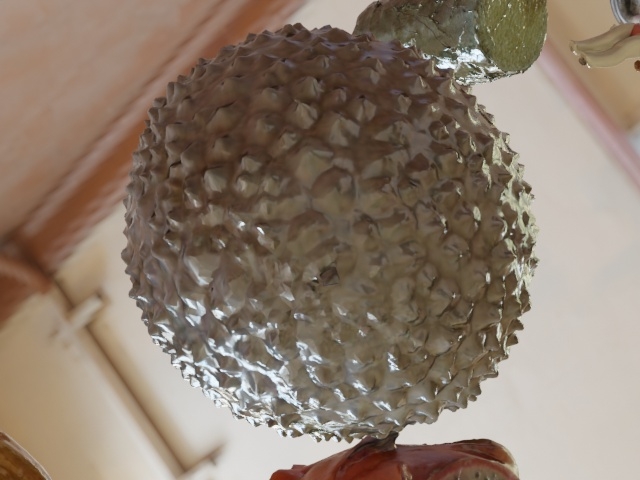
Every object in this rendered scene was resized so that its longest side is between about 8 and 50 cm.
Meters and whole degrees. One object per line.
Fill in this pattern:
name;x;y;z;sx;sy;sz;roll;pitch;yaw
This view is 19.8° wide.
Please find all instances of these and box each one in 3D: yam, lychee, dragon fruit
yam;0.116;-0.183;1.600;0.107;0.107;0.183;-28;-165;-35
lychee;-0.004;0.001;1.227;0.300;0.300;0.300;-34;168;-8
dragon fruit;0.052;0.309;1.633;0.189;0.290;0.290;0;-165;39

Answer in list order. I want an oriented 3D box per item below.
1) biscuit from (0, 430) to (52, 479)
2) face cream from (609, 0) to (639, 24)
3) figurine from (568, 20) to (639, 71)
biscuit;-0.465;0.391;1.945;0.455;0.350;0.078;-62;-160;7
face cream;0.423;-0.276;1.873;0.283;0.073;0.073;-19;162;-28
figurine;0.208;-0.122;1.156;0.109;0.064;0.047;-9;127;-19
